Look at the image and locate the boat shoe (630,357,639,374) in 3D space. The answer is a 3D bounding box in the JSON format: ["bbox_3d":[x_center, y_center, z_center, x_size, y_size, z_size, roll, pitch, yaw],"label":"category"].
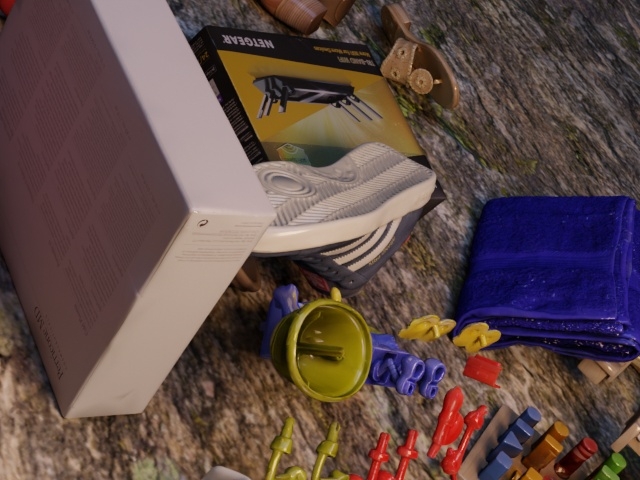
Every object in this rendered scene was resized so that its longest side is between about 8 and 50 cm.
[{"bbox_3d":[0.425,0.110,1.822,0.285,0.089,0.104,37,34,-1],"label":"boat shoe"}]

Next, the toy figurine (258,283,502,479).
[{"bbox_3d":[-0.003,0.133,1.384,0.217,0.191,0.362,20,5,38],"label":"toy figurine"}]

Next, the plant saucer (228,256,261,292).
[{"bbox_3d":[-0.141,-0.064,1.438,0.278,0.041,0.278,63,4,-8],"label":"plant saucer"}]

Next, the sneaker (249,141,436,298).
[{"bbox_3d":[0.000,0.000,1.426,0.131,0.148,0.350,34,26,26],"label":"sneaker"}]

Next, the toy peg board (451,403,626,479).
[{"bbox_3d":[0.252,0.254,1.505,0.160,0.079,0.161,41,34,5],"label":"toy peg board"}]

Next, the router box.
[{"bbox_3d":[-0.010,-0.130,1.664,0.308,0.081,0.243,-4,62,-50],"label":"router box"}]

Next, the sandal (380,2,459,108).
[{"bbox_3d":[0.120,-0.263,2.022,0.079,0.088,0.240,-16,47,-13],"label":"sandal"}]

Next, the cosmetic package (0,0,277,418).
[{"bbox_3d":[-0.209,-0.069,1.283,0.097,0.284,0.377,3,47,-40],"label":"cosmetic package"}]

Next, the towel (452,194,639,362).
[{"bbox_3d":[0.296,0.032,1.724,0.227,0.076,0.308,5,32,12],"label":"towel"}]

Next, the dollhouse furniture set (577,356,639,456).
[{"bbox_3d":[0.437,0.190,1.575,0.303,0.174,0.355,45,17,10],"label":"dollhouse furniture set"}]

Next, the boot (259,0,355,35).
[{"bbox_3d":[-0.031,-0.380,2.007,0.152,0.073,0.197,40,31,10],"label":"boot"}]

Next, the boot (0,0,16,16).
[{"bbox_3d":[-0.264,-0.213,1.584,0.244,0.088,0.176,24,38,-26],"label":"boot"}]

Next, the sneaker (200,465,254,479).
[{"bbox_3d":[-0.097,0.300,1.095,0.127,0.126,0.321,40,23,-5],"label":"sneaker"}]
